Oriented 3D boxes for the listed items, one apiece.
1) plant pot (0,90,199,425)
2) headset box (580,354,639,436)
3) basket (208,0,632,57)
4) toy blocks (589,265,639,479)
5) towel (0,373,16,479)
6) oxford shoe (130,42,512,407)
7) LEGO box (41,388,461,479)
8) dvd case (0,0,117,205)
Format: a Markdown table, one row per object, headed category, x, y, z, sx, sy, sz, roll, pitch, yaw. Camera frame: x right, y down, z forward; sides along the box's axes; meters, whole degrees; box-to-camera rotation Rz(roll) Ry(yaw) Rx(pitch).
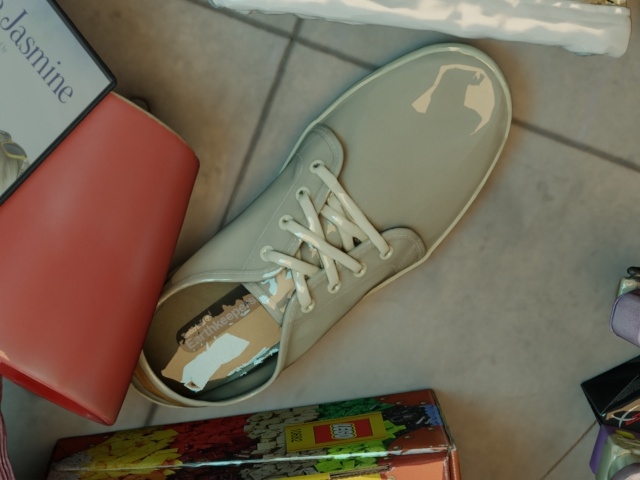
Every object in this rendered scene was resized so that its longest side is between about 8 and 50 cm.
| category | x | y | z | sx | sy | sz | roll | pitch | yaw |
| --- | --- | --- | --- | --- | --- | --- | --- | --- | --- |
| plant pot | -0.243 | -0.009 | 1.588 | 0.275 | 0.275 | 0.243 | 29 | 80 | -8 |
| headset box | 0.408 | 0.228 | 1.745 | 0.218 | 0.110 | 0.293 | -27 | 101 | 3 |
| basket | 0.079 | -0.299 | 1.518 | 0.331 | 0.328 | 0.267 | 5 | 97 | -3 |
| toy blocks | 0.372 | 0.218 | 1.552 | 0.288 | 0.260 | 0.309 | 10 | 102 | -3 |
| towel | -0.254 | 0.285 | 1.578 | 0.037 | 0.237 | 0.329 | -12 | 147 | -11 |
| oxford shoe | 0.000 | 0.000 | 1.672 | 0.449 | 0.130 | 0.169 | -41 | 99 | 4 |
| LEGO box | -0.038 | 0.422 | 1.719 | 0.372 | 0.193 | 0.500 | -7 | 102 | -1 |
| dvd case | -0.291 | -0.102 | 1.423 | 0.253 | 0.022 | 0.180 | -49 | 122 | -20 |
